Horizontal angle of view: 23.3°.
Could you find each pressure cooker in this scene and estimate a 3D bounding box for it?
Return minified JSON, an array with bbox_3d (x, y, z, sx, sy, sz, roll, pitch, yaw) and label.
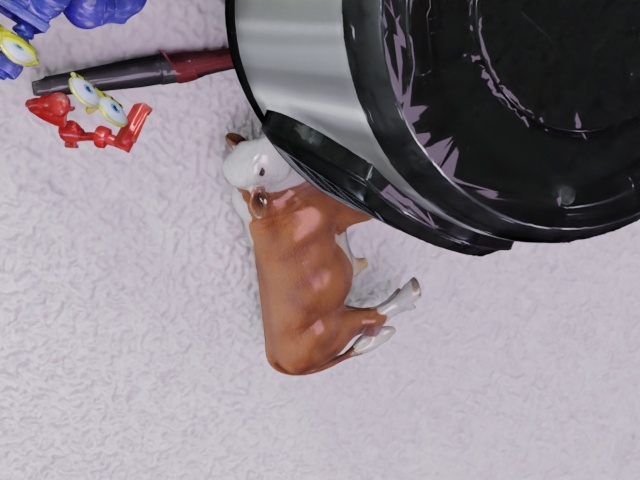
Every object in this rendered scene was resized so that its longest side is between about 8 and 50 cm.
[{"bbox_3d":[0.122,-0.195,1.318,0.375,0.420,0.370,-21,106,-19],"label":"pressure cooker"}]

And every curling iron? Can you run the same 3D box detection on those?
[{"bbox_3d":[-0.137,-0.172,1.470,0.274,0.035,0.068,-10,162,-7],"label":"curling iron"}]

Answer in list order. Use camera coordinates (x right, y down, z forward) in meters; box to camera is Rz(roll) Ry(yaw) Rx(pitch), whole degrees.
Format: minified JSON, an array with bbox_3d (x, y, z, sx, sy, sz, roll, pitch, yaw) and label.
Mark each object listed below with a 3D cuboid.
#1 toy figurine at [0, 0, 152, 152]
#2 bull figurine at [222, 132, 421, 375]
[{"bbox_3d":[-0.275,-0.257,1.342,0.362,0.191,0.217,33,75,-21],"label":"toy figurine"},{"bbox_3d":[0.000,0.000,1.592,0.188,0.101,0.310,-13,125,-12],"label":"bull figurine"}]
